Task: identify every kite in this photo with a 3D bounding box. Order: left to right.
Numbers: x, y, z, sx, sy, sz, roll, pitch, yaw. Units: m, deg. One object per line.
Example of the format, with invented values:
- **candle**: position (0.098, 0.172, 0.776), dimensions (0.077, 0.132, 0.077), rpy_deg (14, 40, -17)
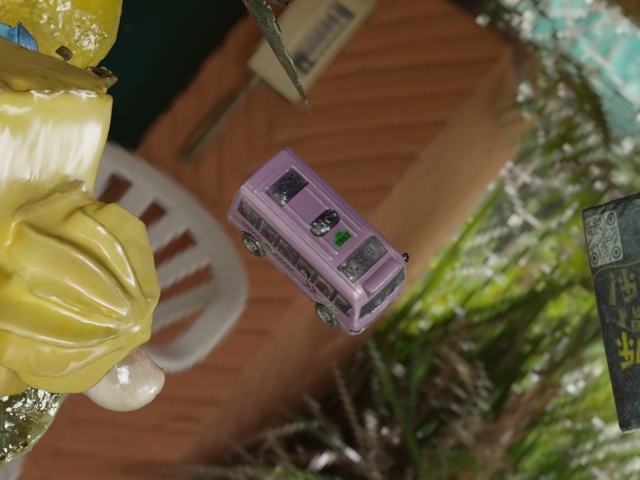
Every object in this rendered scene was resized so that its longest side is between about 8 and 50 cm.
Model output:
- **kite**: position (-0.079, -0.272, 1.555), dimensions (0.268, 0.013, 0.323), rpy_deg (50, -15, 57)

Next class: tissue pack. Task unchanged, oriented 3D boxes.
- **tissue pack**: position (0.382, 0.069, 1.685), dimensions (0.081, 0.257, 0.185), rpy_deg (-3, -10, -36)

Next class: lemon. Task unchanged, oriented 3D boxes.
- **lemon**: position (-0.411, -0.360, 2.296), dimensions (0.245, 0.245, 0.319), rpy_deg (52, 30, -76)

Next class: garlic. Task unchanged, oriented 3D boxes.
- **garlic**: position (-0.250, 0.118, 1.715), dimensions (0.174, 0.124, 0.099), rpy_deg (28, -29, 4)

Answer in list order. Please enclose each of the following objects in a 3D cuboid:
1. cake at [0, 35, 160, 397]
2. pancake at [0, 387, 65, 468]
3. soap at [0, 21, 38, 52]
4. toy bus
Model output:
- **cake**: position (-0.250, -0.019, 0.900), dimensions (0.286, 0.222, 0.227), rpy_deg (22, 16, 30)
- **pancake**: position (-0.355, 0.113, 1.545), dimensions (0.253, 0.253, 0.037), rpy_deg (41, -21, -23)
- **soap**: position (-0.479, -0.166, 1.911), dimensions (0.077, 0.293, 0.156), rpy_deg (51, 27, -59)
- **toy bus**: position (0.000, 0.000, 1.675), dimensions (0.199, 0.096, 0.108), rpy_deg (44, -23, 9)
